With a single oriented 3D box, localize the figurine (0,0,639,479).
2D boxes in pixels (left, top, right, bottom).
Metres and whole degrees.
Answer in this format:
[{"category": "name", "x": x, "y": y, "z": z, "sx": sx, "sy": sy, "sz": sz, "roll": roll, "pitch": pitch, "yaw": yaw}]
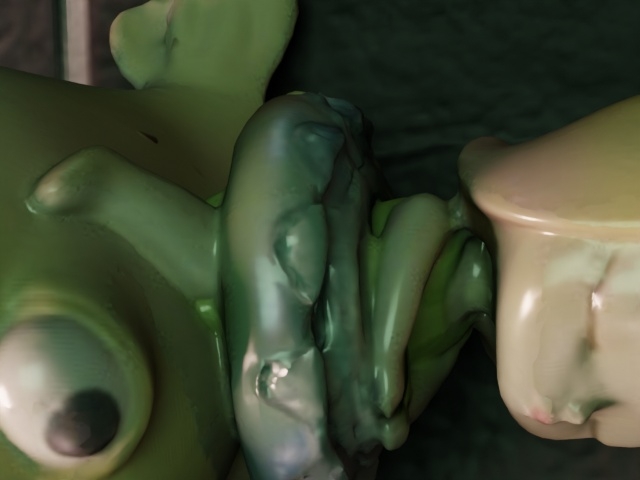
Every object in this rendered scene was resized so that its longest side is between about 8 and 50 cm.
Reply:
[{"category": "figurine", "x": 0.000, "y": 0.000, "z": 0.626, "sx": 0.394, "sy": 0.226, "sz": 0.274, "roll": -4, "pitch": 50, "yaw": 8}]
